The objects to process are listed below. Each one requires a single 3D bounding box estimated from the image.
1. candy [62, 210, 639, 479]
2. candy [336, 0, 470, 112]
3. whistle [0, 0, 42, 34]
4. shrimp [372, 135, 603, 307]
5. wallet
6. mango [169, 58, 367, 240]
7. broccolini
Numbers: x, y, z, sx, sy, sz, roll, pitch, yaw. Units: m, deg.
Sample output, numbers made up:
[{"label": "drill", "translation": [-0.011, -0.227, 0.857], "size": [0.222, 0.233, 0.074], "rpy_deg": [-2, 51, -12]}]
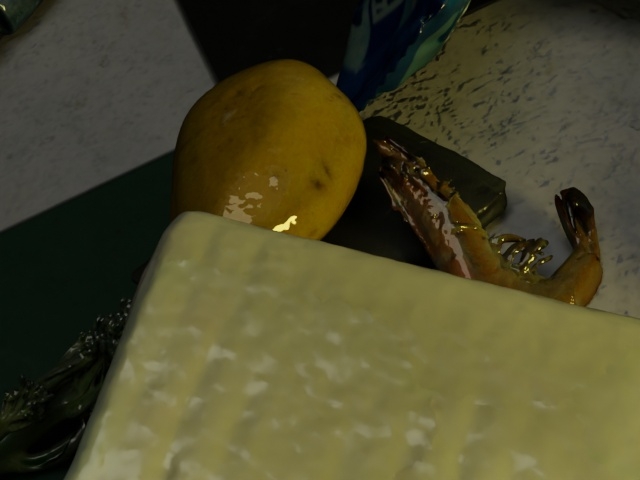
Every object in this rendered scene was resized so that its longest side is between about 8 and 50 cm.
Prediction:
[{"label": "candy", "translation": [0.063, 0.124, 0.545], "size": [0.358, 0.145, 0.208], "rpy_deg": [14, 57, 11]}, {"label": "candy", "translation": [0.092, -0.221, 0.852], "size": [0.077, 0.187, 0.331], "rpy_deg": [29, 58, -9]}, {"label": "whistle", "translation": [-0.370, -0.165, 1.041], "size": [0.062, 0.062, 0.304], "rpy_deg": [18, 60, 31]}, {"label": "shrimp", "translation": [0.118, -0.019, 0.726], "size": [0.124, 0.034, 0.178], "rpy_deg": [-28, 68, -17]}, {"label": "wallet", "translation": [0.000, 0.000, 0.782], "size": [0.245, 0.052, 0.168], "rpy_deg": [-35, 43, -19]}, {"label": "mango", "translation": [-0.041, -0.045, 0.743], "size": [0.137, 0.098, 0.195], "rpy_deg": [4, 48, 23]}, {"label": "broccolini", "translation": [-0.260, 0.172, 0.710], "size": [0.392, 0.074, 0.079], "rpy_deg": [-39, 43, -15]}]
